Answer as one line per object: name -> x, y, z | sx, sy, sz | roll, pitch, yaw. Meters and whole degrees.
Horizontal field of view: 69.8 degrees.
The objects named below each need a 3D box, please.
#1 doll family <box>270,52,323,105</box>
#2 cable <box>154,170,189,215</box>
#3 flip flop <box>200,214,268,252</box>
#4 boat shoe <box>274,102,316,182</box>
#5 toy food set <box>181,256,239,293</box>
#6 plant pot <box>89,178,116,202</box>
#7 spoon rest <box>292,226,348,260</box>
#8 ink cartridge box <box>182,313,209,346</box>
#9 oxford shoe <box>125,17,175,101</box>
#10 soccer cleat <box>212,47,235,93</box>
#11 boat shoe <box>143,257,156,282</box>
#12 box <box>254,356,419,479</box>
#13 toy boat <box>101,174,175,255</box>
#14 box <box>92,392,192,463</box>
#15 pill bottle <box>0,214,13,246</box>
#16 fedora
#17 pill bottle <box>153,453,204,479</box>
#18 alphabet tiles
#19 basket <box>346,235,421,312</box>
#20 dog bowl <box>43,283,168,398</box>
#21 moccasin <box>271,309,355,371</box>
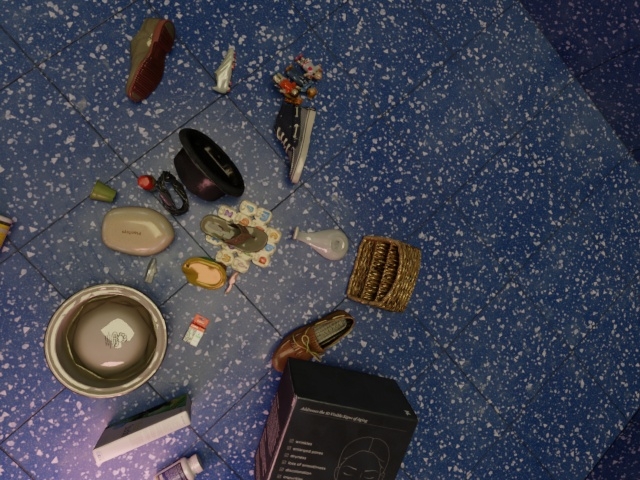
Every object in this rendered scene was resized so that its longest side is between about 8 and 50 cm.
doll family -> -0.098, -0.671, 1.969 | 0.163, 0.118, 0.263 | 44, 59, -2
cable -> -0.577, -0.182, 1.793 | 0.047, 0.150, 0.184 | -19, 132, 15
flip flop -> -0.348, -0.030, 1.846 | 0.277, 0.080, 0.112 | 22, 82, -10
boat shoe -> -0.129, -0.415, 1.936 | 0.158, 0.127, 0.340 | 13, 76, -7
toy food set -> -0.441, 0.126, 1.844 | 0.218, 0.071, 0.128 | 20, 113, -7
plant pot -> -0.830, -0.182, 1.758 | 0.079, 0.083, 0.083 | 22, 81, -25
spoon rest -> 0.000, 0.000, 1.966 | 0.277, 0.084, 0.137 | 17, 84, -26
ink cartridge box -> -0.496, 0.359, 1.830 | 0.063, 0.029, 0.115 | 29, 81, -11
oxford shoe -> -0.699, -0.719, 1.819 | 0.130, 0.123, 0.347 | 20, 82, 14
soccer cleat -> -0.399, -0.709, 1.903 | 0.076, 0.068, 0.196 | 10, 87, -11
boat shoe -> -0.662, 0.120, 1.803 | 0.035, 0.035, 0.100 | 24, 76, -40
box -> 0.042, 0.762, 1.751 | 0.481, 0.297, 0.471 | 16, 102, -13
toy boat -> -0.684, -0.098, 1.765 | 0.268, 0.148, 0.317 | 11, 91, -9
box -> -0.634, 0.674, 1.672 | 0.322, 0.232, 0.058 | -18, 92, -15
pill bottle -> -1.196, 0.000, 1.624 | 0.119, 0.119, 0.208 | 21, 81, -12
fedora -> -0.456, -0.271, 1.791 | 0.153, 0.334, 0.334 | -39, 97, 17
pill bottle -> -0.539, 0.894, 1.753 | 0.170, 0.094, 0.094 | -27, 94, -14
alphabet tiles -> -0.317, -0.017, 1.904 | 0.278, 0.021, 0.283 | 25, 81, -9
basket -> 0.271, 0.140, 1.947 | 0.223, 0.213, 0.298 | 21, 82, -13
dog bowl -> -0.774, 0.361, 1.697 | 0.409, 0.150, 0.407 | 1, 86, -15
moccasin -> -0.025, 0.418, 1.888 | 0.380, 0.147, 0.139 | -23, 93, -15
